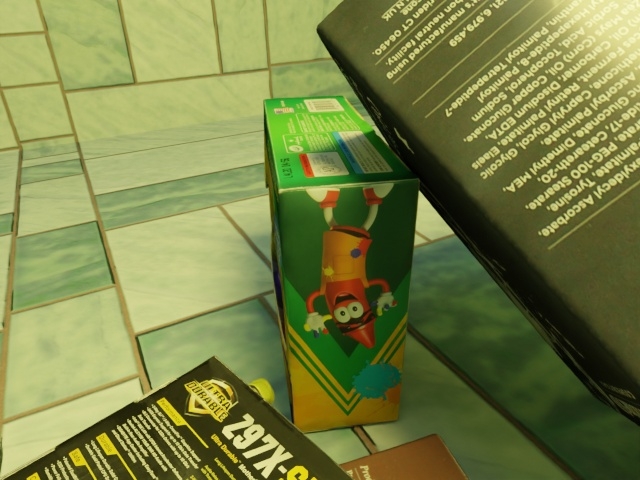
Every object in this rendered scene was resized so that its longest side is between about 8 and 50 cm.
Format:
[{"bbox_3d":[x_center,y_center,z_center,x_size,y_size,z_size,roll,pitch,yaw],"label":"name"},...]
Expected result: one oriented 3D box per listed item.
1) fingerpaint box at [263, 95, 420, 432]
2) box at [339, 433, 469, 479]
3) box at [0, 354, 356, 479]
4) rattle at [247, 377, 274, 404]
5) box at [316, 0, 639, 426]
[{"bbox_3d":[0.000,0.000,0.764,0.163,0.370,0.444,-5,29,-7],"label":"fingerpaint box"},{"bbox_3d":[-0.023,0.330,0.406,0.382,0.143,0.191,-11,30,-14],"label":"box"},{"bbox_3d":[-0.095,0.246,0.344,0.257,0.079,0.322,-24,36,-38],"label":"box"},{"bbox_3d":[-0.132,0.279,0.615,0.200,0.142,0.130,-29,4,-16],"label":"rattle"},{"bbox_3d":[0.307,-0.073,0.557,0.297,0.480,0.471,-40,66,10],"label":"box"}]
